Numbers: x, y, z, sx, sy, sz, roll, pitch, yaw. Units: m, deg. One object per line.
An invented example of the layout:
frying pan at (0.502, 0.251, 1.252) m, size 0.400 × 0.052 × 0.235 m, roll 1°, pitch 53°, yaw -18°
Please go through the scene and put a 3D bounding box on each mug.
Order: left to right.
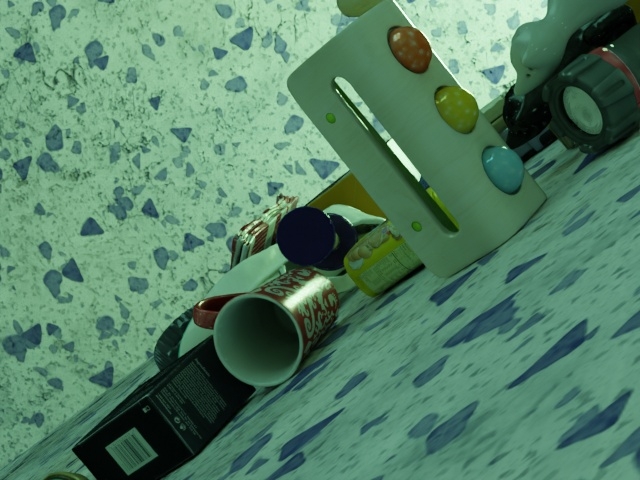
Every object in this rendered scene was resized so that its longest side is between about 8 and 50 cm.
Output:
mug at (-0.059, 0.085, 1.661) m, size 0.113 × 0.150 × 0.169 m, roll -54°, pitch -8°, yaw 23°

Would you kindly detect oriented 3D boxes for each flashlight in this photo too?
flashlight at (0.379, -0.210, 1.500) m, size 0.304 × 0.103 × 0.103 m, roll -34°, pitch -6°, yaw -25°

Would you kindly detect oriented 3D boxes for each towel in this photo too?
towel at (-0.109, 0.067, 2.211) m, size 0.329 × 0.037 × 0.237 m, roll -48°, pitch -29°, yaw -72°

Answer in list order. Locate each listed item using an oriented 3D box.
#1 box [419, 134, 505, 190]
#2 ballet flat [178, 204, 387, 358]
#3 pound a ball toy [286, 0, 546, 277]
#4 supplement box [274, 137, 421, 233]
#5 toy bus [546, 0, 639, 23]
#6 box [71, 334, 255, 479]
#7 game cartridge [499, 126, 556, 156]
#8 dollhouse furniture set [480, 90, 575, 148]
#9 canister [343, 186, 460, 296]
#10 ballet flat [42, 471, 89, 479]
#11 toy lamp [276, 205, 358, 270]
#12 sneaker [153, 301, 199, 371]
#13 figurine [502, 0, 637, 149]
box at (0.179, -0.073, 1.826) m, size 0.136 × 0.036 × 0.225 m, roll -36°, pitch 17°, yaw 31°
ballet flat at (-0.030, 0.066, 1.863) m, size 0.400 × 0.139 × 0.139 m, roll -39°, pitch 4°, yaw -40°
pound a ball toy at (0.116, -0.151, 1.464) m, size 0.136 × 0.319 × 0.208 m, roll -35°, pitch 4°, yaw 40°
supplement box at (0.064, -0.045, 2.213) m, size 0.191 × 0.129 × 0.194 m, roll -36°, pitch 4°, yaw 31°
toy bus at (0.457, -0.341, 1.731) m, size 0.333 × 0.108 × 0.130 m, roll -26°, pitch 26°, yaw 31°
box at (-0.186, 0.214, 1.640) m, size 0.156 × 0.093 × 0.158 m, roll -36°, pitch 5°, yaw 35°
game cartridge at (0.391, -0.232, 1.939) m, size 0.355 × 0.068 × 0.230 m, roll -37°, pitch 8°, yaw 15°
dollhouse furniture set at (0.305, -0.149, 1.723) m, size 0.182 × 0.101 × 0.161 m, roll -38°, pitch -21°, yaw 5°
canister at (0.119, -0.011, 1.670) m, size 0.170 × 0.073 × 0.126 m, roll -38°, pitch 3°, yaw 30°
ballet flat at (-0.320, 0.328, 1.692) m, size 0.073 × 0.080 × 0.232 m, roll -20°, pitch -8°, yaw -43°
toy lamp at (0.000, 0.000, 1.709) m, size 0.080 × 0.080 × 0.275 m, roll -37°, pitch -7°, yaw 7°
sneaker at (-0.105, 0.127, 2.009) m, size 0.319 × 0.112 × 0.131 m, roll -32°, pitch -25°, yaw -25°
figurine at (0.274, -0.221, 1.531) m, size 0.209 × 0.092 × 0.215 m, roll -51°, pitch -18°, yaw -15°
